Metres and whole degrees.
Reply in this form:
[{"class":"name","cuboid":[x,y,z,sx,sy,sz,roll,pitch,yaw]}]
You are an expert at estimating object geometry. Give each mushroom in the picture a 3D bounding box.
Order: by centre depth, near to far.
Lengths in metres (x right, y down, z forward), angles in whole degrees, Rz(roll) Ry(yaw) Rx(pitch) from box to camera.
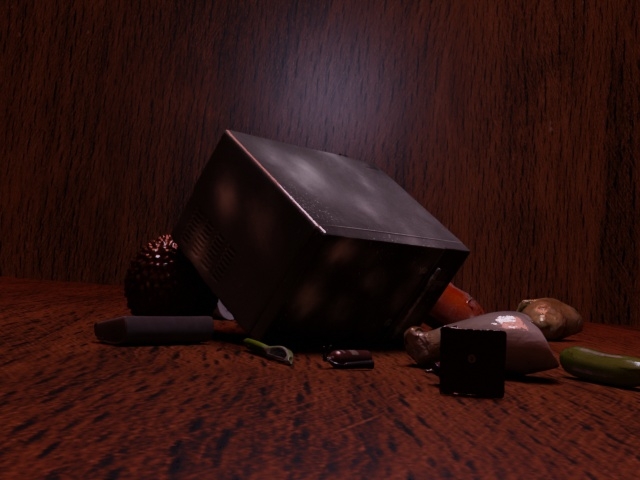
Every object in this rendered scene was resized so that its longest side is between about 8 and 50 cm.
[{"class":"mushroom","cuboid":[0.235,0.159,1.343,0.225,0.093,0.116,-5,-26,13]}]

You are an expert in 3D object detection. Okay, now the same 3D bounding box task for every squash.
[{"class":"squash","cuboid":[0.427,0.186,1.331,0.052,0.052,0.183,6,-2,-35]}]

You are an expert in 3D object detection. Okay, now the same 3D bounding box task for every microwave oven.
[{"class":"microwave oven","cuboid":[0.000,0.000,1.672,0.432,0.236,0.374,7,32,-49]}]

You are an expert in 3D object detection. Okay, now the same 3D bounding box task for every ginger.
[{"class":"ginger","cuboid":[0.589,0.213,2.270,0.193,0.115,0.123,13,18,-16]}]

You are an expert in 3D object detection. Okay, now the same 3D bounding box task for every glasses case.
[{"class":"glasses case","cuboid":[-0.255,0.139,1.413,0.072,0.042,0.190,-5,-7,38]}]

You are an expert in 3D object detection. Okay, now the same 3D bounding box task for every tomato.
[{"class":"tomato","cuboid":[0.253,0.133,1.888,0.236,0.095,0.237,31,-7,4]}]

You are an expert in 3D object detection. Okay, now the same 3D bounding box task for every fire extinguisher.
[{"class":"fire extinguisher","cuboid":[0.041,0.170,1.270,0.100,0.032,0.046,7,32,-48]}]

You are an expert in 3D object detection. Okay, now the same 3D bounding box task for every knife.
[{"class":"knife","cuboid":[-0.076,0.162,1.335,0.026,0.022,0.184,-23,11,-24]}]

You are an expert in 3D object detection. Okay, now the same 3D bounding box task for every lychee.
[{"class":"lychee","cuboid":[-0.274,0.076,1.698,0.188,0.188,0.188,5,-2,0]}]

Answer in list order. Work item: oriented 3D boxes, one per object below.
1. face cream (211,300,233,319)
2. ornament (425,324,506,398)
[{"class":"face cream","cuboid":[-0.283,0.129,2.131,0.214,0.096,0.095,3,-2,39]},{"class":"ornament","cuboid":[0.181,0.147,1.172,0.088,0.081,0.203,5,-2,2]}]
